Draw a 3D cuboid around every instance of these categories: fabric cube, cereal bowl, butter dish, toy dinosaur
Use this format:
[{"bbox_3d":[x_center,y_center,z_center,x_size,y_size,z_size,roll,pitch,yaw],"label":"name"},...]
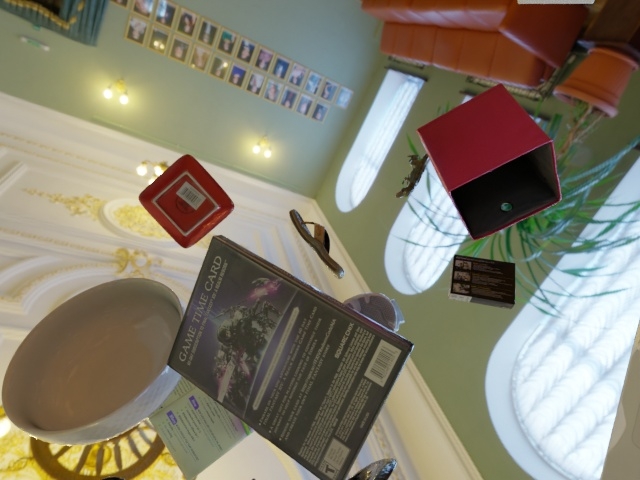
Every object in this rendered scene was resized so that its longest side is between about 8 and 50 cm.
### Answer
[{"bbox_3d":[0.452,-0.205,1.105,0.259,0.254,0.258,44,-156,-45],"label":"fabric cube"},{"bbox_3d":[-0.417,0.244,0.813,0.338,0.141,0.339,-5,-136,5],"label":"cereal bowl"},{"bbox_3d":[-0.294,-0.092,0.925,0.160,0.160,0.118,49,-174,-12],"label":"butter dish"},{"bbox_3d":[0.332,-0.252,1.399,0.064,0.268,0.118,27,177,-10],"label":"toy dinosaur"}]

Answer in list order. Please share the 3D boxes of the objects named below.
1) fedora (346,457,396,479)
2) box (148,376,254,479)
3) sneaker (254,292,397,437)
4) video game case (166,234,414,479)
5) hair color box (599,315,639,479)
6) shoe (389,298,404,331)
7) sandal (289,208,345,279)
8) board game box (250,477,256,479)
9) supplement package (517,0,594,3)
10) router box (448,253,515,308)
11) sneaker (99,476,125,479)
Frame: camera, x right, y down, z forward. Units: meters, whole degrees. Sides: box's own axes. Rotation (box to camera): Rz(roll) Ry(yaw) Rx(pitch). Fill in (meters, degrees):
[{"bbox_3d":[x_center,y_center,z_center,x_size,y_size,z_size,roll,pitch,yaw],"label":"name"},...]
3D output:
[{"bbox_3d":[0.074,0.602,0.824,0.152,0.334,0.334,51,-151,20],"label":"fedora"},{"bbox_3d":[-0.303,0.452,1.077,0.243,0.214,0.117,-30,-161,-25],"label":"box"},{"bbox_3d":[-0.004,0.177,0.639,0.105,0.281,0.115,48,-175,-6],"label":"sneaker"},{"bbox_3d":[-0.054,0.139,0.491,0.274,0.196,0.026,28,-167,20],"label":"video game case"},{"bbox_3d":[0.308,0.055,0.235,0.110,0.339,0.185,10,-176,-3],"label":"hair color box"},{"bbox_3d":[0.147,0.193,0.968,0.064,0.081,0.178,62,-163,6],"label":"shoe"},{"bbox_3d":[0.000,0.000,0.804,0.180,0.049,0.072,50,180,30],"label":"sandal"},{"bbox_3d":[-0.120,0.493,0.470,0.232,0.291,0.141,42,-160,24],"label":"board game box"},{"bbox_3d":[0.455,-0.577,0.717,0.133,0.244,0.139,17,178,26],"label":"supplement package"},{"bbox_3d":[0.475,0.120,1.193,0.178,0.046,0.133,9,-117,12],"label":"router box"},{"bbox_3d":[-0.379,0.495,0.736,0.102,0.146,0.293,30,177,18],"label":"sneaker"}]
